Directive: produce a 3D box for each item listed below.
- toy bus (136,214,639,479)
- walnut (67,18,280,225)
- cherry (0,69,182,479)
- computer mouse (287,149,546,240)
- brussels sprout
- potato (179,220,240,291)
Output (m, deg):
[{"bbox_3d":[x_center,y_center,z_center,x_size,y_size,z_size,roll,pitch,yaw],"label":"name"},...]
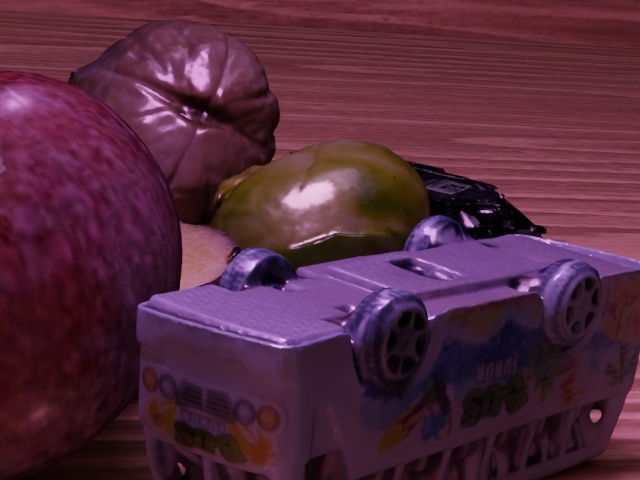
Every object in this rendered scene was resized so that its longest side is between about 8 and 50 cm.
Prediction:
[{"bbox_3d":[0.045,0.070,0.990,0.109,0.136,0.330,17,16,36],"label":"toy bus"},{"bbox_3d":[-0.130,-0.090,1.575,0.178,0.178,0.230,0,4,-25],"label":"walnut"},{"bbox_3d":[-0.183,0.013,0.985,0.230,0.203,0.300,-1,18,30],"label":"cherry"},{"bbox_3d":[0.066,-0.017,1.543,0.242,0.077,0.146,14,15,24],"label":"computer mouse"},{"bbox_3d":[0.008,-0.002,1.348,0.145,0.131,0.183,-14,7,16],"label":"brussels sprout"},{"bbox_3d":[-0.147,0.041,1.186,0.200,0.081,0.164,3,21,4],"label":"potato"}]
